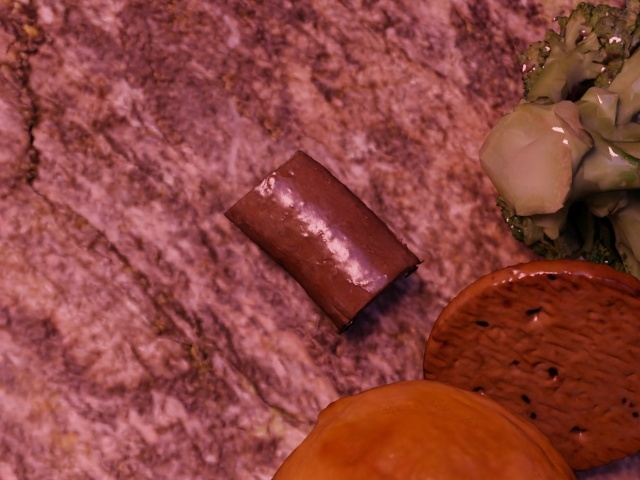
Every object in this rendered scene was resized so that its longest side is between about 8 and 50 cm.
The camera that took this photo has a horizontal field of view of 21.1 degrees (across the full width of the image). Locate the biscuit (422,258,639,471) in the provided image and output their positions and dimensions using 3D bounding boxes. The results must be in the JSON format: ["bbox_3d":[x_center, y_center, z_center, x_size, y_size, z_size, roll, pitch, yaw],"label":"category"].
[{"bbox_3d":[0.165,0.088,1.198,0.188,0.187,0.027,20,37,-7],"label":"biscuit"}]

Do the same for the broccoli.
[{"bbox_3d":[0.226,-0.060,1.214,0.270,0.270,0.270,-3,67,-48],"label":"broccoli"}]

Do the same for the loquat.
[{"bbox_3d":[0.068,0.207,1.114,0.238,0.193,0.238,9,65,-19],"label":"loquat"}]

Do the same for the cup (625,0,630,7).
[{"bbox_3d":[0.379,-0.176,1.380,0.236,0.148,0.134,10,41,-15],"label":"cup"}]

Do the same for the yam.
[{"bbox_3d":[0.002,-0.002,1.237,0.127,0.084,0.084,46,66,2],"label":"yam"}]
